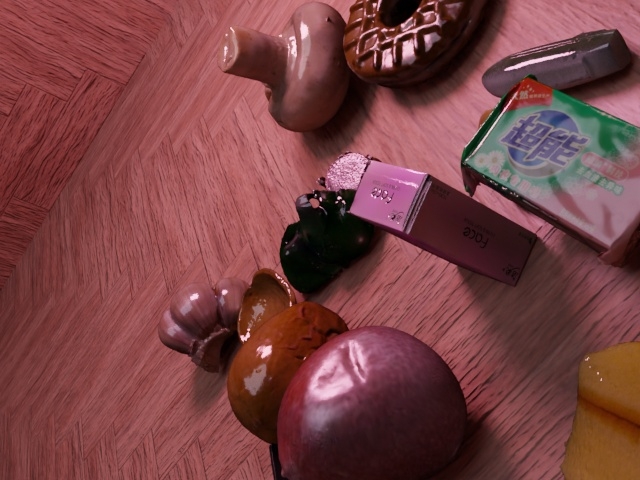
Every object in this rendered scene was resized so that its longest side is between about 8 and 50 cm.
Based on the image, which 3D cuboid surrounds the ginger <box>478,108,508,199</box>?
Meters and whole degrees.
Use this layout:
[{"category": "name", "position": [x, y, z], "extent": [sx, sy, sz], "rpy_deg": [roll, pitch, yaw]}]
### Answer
[{"category": "ginger", "position": [0.316, -0.147, 1.203], "extent": [0.133, 0.059, 0.214], "rpy_deg": [-50, 36, 35]}]

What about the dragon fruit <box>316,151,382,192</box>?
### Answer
[{"category": "dragon fruit", "position": [0.071, -0.117, 1.524], "extent": [0.126, 0.068, 0.112], "rpy_deg": [-39, 56, 15]}]

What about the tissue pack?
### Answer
[{"category": "tissue pack", "position": [0.182, -0.024, 1.136], "extent": [0.148, 0.246, 0.092], "rpy_deg": [23, 88, 57]}]

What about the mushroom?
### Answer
[{"category": "mushroom", "position": [-0.082, -0.391, 1.688], "extent": [0.292, 0.290, 0.292], "rpy_deg": [-170, 90, -70]}]

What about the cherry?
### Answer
[{"category": "cherry", "position": [0.068, 0.249, 1.120], "extent": [0.261, 0.307, 0.221], "rpy_deg": [28, 137, 55]}]

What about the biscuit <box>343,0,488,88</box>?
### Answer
[{"category": "biscuit", "position": [0.183, -0.449, 1.515], "extent": [0.332, 0.103, 0.332], "rpy_deg": [-23, 53, 35]}]

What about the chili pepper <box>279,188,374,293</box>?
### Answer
[{"category": "chili pepper", "position": [-0.004, -0.002, 1.491], "extent": [0.264, 0.116, 0.148], "rpy_deg": [-37, 58, 39]}]

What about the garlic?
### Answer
[{"category": "garlic", "position": [-0.263, 0.165, 1.721], "extent": [0.214, 0.160, 0.191], "rpy_deg": [-59, 38, 15]}]

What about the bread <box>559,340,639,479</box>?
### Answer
[{"category": "bread", "position": [0.426, 0.243, 0.805], "extent": [0.362, 0.245, 0.233], "rpy_deg": [-137, 71, -87]}]

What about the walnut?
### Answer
[{"category": "walnut", "position": [-0.043, 0.215, 1.333], "extent": [0.203, 0.203, 0.298], "rpy_deg": [-32, 23, 40]}]

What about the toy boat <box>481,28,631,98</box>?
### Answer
[{"category": "toy boat", "position": [0.361, -0.276, 1.209], "extent": [0.260, 0.078, 0.085], "rpy_deg": [-6, 41, 51]}]

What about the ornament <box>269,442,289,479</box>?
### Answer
[{"category": "ornament", "position": [-0.049, 0.467, 1.260], "extent": [0.196, 0.153, 0.166], "rpy_deg": [-54, 33, 33]}]

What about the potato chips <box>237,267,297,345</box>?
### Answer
[{"category": "potato chips", "position": [-0.100, 0.158, 1.586], "extent": [0.208, 0.062, 0.195], "rpy_deg": [-4, 72, 52]}]

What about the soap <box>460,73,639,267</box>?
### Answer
[{"category": "soap", "position": [0.345, -0.101, 1.033], "extent": [0.273, 0.098, 0.218], "rpy_deg": [39, 92, 37]}]
